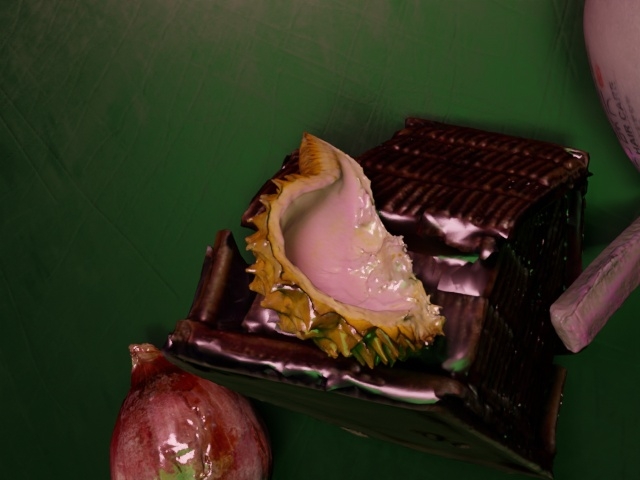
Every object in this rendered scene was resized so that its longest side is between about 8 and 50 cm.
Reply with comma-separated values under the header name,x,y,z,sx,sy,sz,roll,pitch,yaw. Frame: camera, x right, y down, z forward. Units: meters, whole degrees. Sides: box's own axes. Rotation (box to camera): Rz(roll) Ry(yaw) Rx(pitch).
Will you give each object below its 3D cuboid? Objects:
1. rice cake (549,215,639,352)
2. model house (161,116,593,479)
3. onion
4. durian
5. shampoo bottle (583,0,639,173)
name,x,y,z,sx,sy,sz,roll,pitch,yaw
rice cake,0.260,0.026,0.937,0.036,0.206,0.047,-16,106,53
model house,0.075,0.028,0.962,0.317,0.297,0.283,9,73,19
onion,-0.133,0.182,1.030,0.159,0.159,0.195,-26,79,11
durian,0.002,0.009,0.790,0.140,0.224,0.078,9,132,-20
shampoo bottle,0.353,-0.141,0.835,0.273,0.273,0.266,-20,109,10
